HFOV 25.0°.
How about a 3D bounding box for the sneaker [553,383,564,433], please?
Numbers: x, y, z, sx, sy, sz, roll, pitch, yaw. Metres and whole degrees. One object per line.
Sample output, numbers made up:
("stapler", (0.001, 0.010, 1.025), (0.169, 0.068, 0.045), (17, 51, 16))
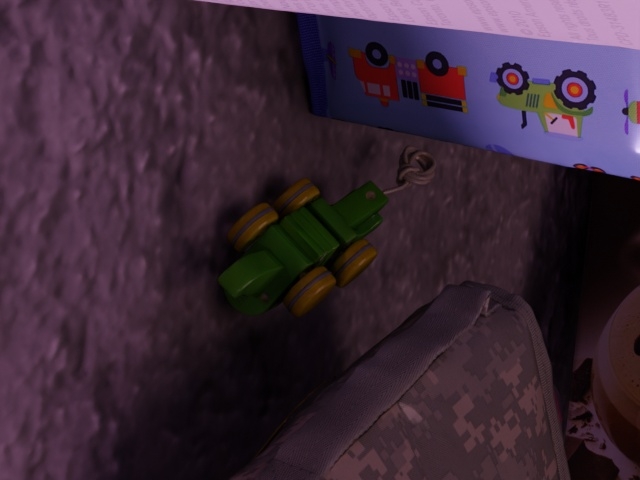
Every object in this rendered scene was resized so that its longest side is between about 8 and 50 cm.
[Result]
("sneaker", (0.126, 0.152, 0.994), (0.070, 0.051, 0.134), (36, 74, -59))

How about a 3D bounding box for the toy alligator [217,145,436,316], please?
("toy alligator", (0.000, 0.000, 0.776), (0.189, 0.056, 0.051), (-33, 167, -49))

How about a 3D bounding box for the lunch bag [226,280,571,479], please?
("lunch bag", (0.027, 0.181, 0.755), (0.235, 0.169, 0.287), (-35, 131, -48))

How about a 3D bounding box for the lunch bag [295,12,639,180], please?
("lunch bag", (0.086, -0.188, 0.673), (0.138, 0.221, 0.293), (-54, 144, -33))

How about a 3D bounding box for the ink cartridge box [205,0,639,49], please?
("ink cartridge box", (0.021, -0.222, 0.515), (0.072, 0.307, 0.304), (44, 63, -55))

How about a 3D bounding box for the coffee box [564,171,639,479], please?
("coffee box", (0.269, 0.081, 1.033), (0.119, 0.168, 0.297), (34, 61, -70))
